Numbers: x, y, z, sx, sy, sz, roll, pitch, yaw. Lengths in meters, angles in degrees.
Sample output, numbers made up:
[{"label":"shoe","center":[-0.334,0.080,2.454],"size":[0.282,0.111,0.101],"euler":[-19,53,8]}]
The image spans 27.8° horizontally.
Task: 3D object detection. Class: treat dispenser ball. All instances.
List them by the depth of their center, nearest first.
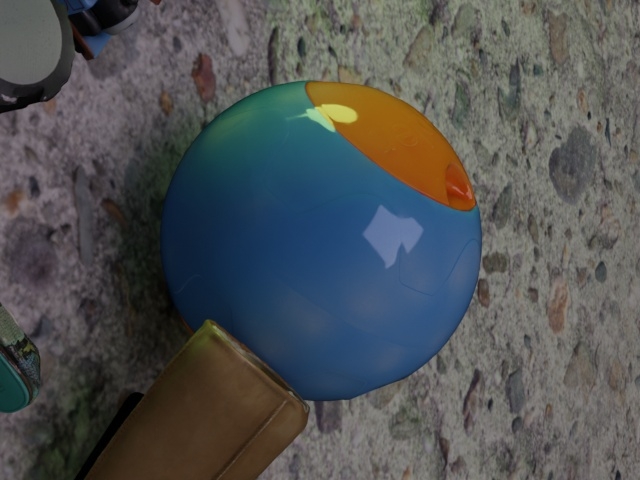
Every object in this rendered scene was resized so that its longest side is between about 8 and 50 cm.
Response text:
[{"label":"treat dispenser ball","center":[0.000,0.000,1.157],"size":[0.288,0.288,0.288],"euler":[8,80,-53]}]

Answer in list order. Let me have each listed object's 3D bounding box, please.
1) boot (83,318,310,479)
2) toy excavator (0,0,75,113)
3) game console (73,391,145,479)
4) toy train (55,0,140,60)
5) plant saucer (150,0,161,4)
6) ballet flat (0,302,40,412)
[{"label":"boot","center":[-0.103,0.229,1.050],"size":[0.269,0.089,0.236],"euler":[-48,131,-2]},{"label":"toy excavator","center":[-0.342,-0.259,0.820],"size":[0.433,0.222,0.445],"euler":[-42,110,-48]},{"label":"game console","center":[-0.163,0.217,1.147],"size":[0.107,0.071,0.122],"euler":[37,52,-9]},{"label":"toy train","center":[-0.217,-0.230,1.043],"size":[0.184,0.105,0.080],"euler":[57,46,-32]},{"label":"plant saucer","center":[-0.184,-0.329,0.975],"size":[0.258,0.047,0.259],"euler":[13,55,-80]},{"label":"ballet flat","center":[-0.274,0.048,0.987],"size":[0.070,0.070,0.188],"euler":[-52,128,-42]}]
